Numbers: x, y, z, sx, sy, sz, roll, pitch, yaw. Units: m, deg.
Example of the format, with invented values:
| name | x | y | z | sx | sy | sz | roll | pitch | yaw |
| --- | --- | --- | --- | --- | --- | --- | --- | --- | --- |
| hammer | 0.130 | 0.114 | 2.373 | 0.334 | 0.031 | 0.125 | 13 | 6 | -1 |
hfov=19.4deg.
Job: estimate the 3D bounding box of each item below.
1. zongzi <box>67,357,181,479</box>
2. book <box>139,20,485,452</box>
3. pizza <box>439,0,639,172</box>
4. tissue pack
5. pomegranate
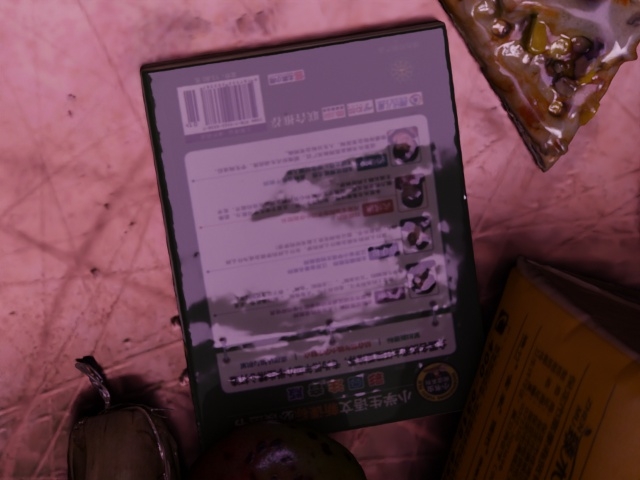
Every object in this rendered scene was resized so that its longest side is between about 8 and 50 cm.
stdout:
| name | x | y | z | sx | sy | sz | roll | pitch | yaw |
| --- | --- | --- | --- | --- | --- | --- | --- | --- | --- |
| zongzi | -0.148 | 0.189 | 1.192 | 0.081 | 0.178 | 0.189 | 0 | 105 | 23 |
| book | 0.000 | 0.000 | 1.236 | 0.202 | 0.027 | 0.264 | -10 | 104 | -4 |
| pizza | 0.141 | -0.131 | 1.217 | 0.185 | 0.036 | 0.176 | 9 | 103 | -8 |
| tissue pack | 0.195 | 0.240 | 1.174 | 0.228 | 0.293 | 0.382 | 13 | 101 | -18 |
| pomegranate | -0.031 | 0.189 | 1.221 | 0.129 | 0.129 | 0.159 | 2 | 143 | -7 |
